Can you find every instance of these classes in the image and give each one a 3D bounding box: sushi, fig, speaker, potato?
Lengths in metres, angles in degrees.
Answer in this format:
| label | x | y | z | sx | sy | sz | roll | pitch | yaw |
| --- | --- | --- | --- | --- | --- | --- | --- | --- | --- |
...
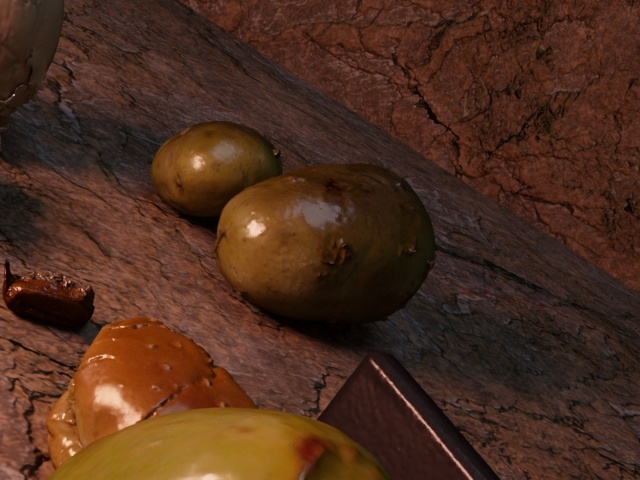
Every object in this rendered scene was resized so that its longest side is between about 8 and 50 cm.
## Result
| label | x | y | z | sx | sy | sz | roll | pitch | yaw |
| --- | --- | --- | --- | --- | --- | --- | --- | --- | --- |
| sushi | -0.289 | 0.060 | 1.141 | 0.120 | 0.052 | 0.055 | 18 | 36 | -30 |
| fig | -0.067 | 0.214 | 0.639 | 0.258 | 0.326 | 0.258 | 14 | 52 | -19 |
| speaker | 0.149 | 0.299 | 1.010 | 0.184 | 0.180 | 0.388 | 22 | 19 | -46 |
| potato | -0.154 | -0.109 | 1.627 | 0.197 | 0.149 | 0.228 | 14 | 15 | 38 |
| potato | 0.011 | 0.009 | 1.511 | 0.269 | 0.219 | 0.359 | 28 | 22 | 25 |

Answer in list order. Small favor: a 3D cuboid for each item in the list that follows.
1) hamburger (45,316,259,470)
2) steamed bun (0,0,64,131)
| label | x | y | z | sx | sy | sz | roll | pitch | yaw |
| --- | --- | --- | --- | --- | --- | --- | --- | --- | --- |
| hamburger | -0.126 | 0.184 | 0.904 | 0.283 | 0.144 | 0.156 | 42 | 21 | 25 |
| steamed bun | -0.487 | -0.303 | 1.393 | 0.233 | 0.312 | 0.333 | 38 | 26 | 30 |
